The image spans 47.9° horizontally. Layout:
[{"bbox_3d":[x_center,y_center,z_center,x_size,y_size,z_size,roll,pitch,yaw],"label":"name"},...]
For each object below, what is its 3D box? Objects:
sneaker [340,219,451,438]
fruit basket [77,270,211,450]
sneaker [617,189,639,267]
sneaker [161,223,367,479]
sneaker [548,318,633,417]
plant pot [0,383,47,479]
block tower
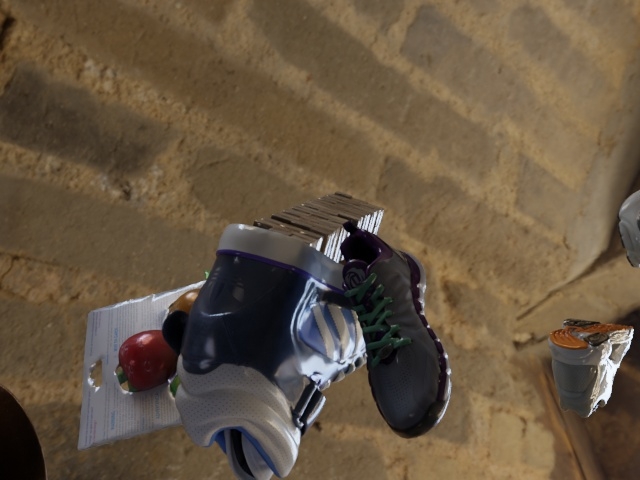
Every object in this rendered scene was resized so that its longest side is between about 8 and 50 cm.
[{"bbox_3d":[0.052,0.076,0.668,0.098,0.083,0.224,38,-154,-28],"label":"sneaker"},{"bbox_3d":[-0.238,0.200,1.265,0.327,0.353,0.165,-109,1,-50],"label":"fruit basket"},{"bbox_3d":[0.456,-0.048,0.840,0.279,0.118,0.107,-40,-65,-34],"label":"sneaker"},{"bbox_3d":[-0.029,0.139,0.761,0.323,0.130,0.236,33,-113,-55],"label":"sneaker"},{"bbox_3d":[0.391,0.184,1.057,0.262,0.099,0.121,-3,-84,-55],"label":"sneaker"},{"bbox_3d":[-0.508,0.312,0.908,0.215,0.230,0.215,-21,-90,-87],"label":"plant pot"},{"bbox_3d":[0.000,0.000,1.058,0.091,0.097,0.335,20,-164,17],"label":"block tower"}]
